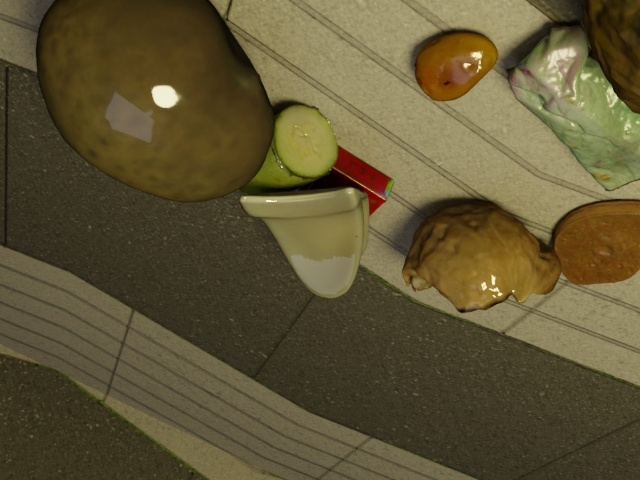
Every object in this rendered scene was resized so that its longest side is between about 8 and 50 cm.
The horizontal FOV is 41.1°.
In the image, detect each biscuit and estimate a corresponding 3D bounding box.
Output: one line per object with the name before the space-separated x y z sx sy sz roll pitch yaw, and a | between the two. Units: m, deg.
biscuit | 0.423 0.003 1.271 0.142 0.029 0.220 23 147 0

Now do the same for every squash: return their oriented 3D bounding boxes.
squash | -0.071 -0.122 1.319 0.123 0.123 0.187 38 145 -20

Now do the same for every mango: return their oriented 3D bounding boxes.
mango | 0.171 -0.224 1.087 0.114 0.060 0.080 -8 119 41

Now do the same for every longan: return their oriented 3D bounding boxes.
longan | -0.218 -0.204 1.165 0.288 0.288 0.350 -19 127 45

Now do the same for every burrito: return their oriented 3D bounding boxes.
burrito | 0.332 -0.159 1.058 0.229 0.089 0.144 33 142 -17

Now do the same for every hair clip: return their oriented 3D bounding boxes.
hair clip | 0.000 -0.018 1.327 0.173 0.113 0.282 -4 141 14

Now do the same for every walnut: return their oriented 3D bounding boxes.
walnut | 0.231 0.019 1.275 0.238 0.204 0.141 -4 106 24

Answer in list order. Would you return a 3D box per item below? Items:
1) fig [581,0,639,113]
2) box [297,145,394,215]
fig | 0.386 -0.166 0.778 0.286 0.368 0.286 8 147 5
box | 0.028 -0.069 1.391 0.112 0.048 0.175 30 146 -10
